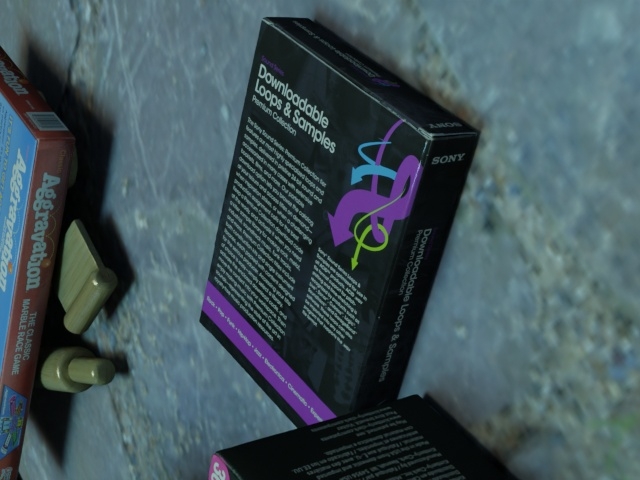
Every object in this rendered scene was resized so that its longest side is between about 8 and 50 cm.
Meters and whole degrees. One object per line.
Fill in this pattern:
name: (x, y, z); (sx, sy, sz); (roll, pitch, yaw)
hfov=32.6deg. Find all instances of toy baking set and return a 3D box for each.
toy baking set: (-0.197, 0.007, 0.747); (0.256, 0.030, 0.196); (-13, 84, 54)

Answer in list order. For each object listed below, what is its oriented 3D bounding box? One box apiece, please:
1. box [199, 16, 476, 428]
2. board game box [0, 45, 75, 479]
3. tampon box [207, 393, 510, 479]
box: (0.000, 0.000, 0.472); (0.116, 0.029, 0.162); (42, 131, 40)
board game box: (-0.222, 0.023, 0.733); (0.145, 0.027, 0.281); (46, 129, 42)
tampon box: (0.034, 0.157, 0.397); (0.161, 0.102, 0.120); (42, 129, 41)
